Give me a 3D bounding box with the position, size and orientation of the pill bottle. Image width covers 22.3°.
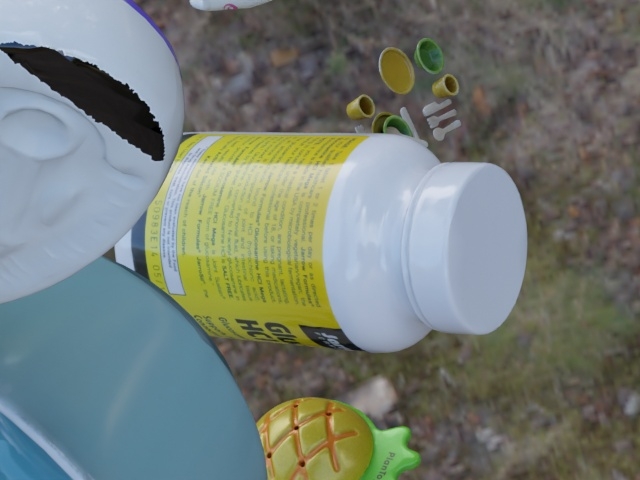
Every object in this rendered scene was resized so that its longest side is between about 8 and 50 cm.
[{"bbox_3d":[0.000,0.000,1.416,0.334,0.188,0.188,3,47,35],"label":"pill bottle"}]

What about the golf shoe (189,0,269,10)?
[{"bbox_3d":[-0.091,-0.299,1.195,0.120,0.273,0.105,-28,-1,-26],"label":"golf shoe"}]

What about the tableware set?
[{"bbox_3d":[0.082,-0.137,1.563,0.024,0.104,0.154,-20,5,46],"label":"tableware set"}]

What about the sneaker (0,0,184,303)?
[{"bbox_3d":[-0.158,-0.093,0.579,0.322,0.130,0.236,-18,48,39],"label":"sneaker"}]

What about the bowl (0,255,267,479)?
[{"bbox_3d":[-0.150,0.120,0.840,0.311,0.312,0.163,11,37,31],"label":"bowl"}]

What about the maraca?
[{"bbox_3d":[0.008,0.214,1.599,0.185,0.099,0.127,10,58,30],"label":"maraca"}]
